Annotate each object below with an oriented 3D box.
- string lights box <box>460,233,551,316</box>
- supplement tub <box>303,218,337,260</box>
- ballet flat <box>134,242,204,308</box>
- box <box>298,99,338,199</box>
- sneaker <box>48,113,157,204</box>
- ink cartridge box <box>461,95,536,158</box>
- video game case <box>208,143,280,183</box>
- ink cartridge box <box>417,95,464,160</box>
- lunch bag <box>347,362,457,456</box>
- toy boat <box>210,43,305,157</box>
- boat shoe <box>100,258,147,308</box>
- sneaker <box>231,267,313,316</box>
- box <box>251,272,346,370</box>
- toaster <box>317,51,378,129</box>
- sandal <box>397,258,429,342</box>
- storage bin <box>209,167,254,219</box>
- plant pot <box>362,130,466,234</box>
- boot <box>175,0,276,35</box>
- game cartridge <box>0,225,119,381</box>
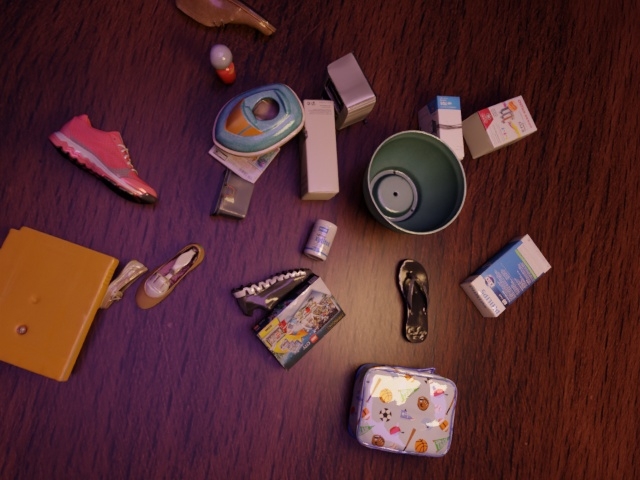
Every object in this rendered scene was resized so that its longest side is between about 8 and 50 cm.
[{"bbox_3d":[0.583,0.111,1.578,0.259,0.077,0.133,-36,91,-15],"label":"string lights box"},{"bbox_3d":[0.000,0.000,1.457,0.071,0.071,0.107,22,79,-10],"label":"supplement tub"},{"bbox_3d":[-0.409,0.088,1.345,0.080,0.073,0.232,44,76,-4],"label":"ballet flat"},{"bbox_3d":[-0.010,-0.263,1.471,0.094,0.113,0.275,-1,81,-13],"label":"box"},{"bbox_3d":[-0.553,-0.220,1.332,0.313,0.116,0.136,36,75,-6],"label":"sneaker"},{"bbox_3d":[0.569,-0.364,1.613,0.176,0.127,0.128,-23,88,-16],"label":"ink cartridge box"},{"bbox_3d":[-0.222,-0.261,1.467,0.157,0.019,0.143,37,76,-5],"label":"video game case"},{"bbox_3d":[0.372,-0.331,1.555,0.082,0.139,0.191,1,82,-15],"label":"ink cartridge box"},{"bbox_3d":[0.240,0.475,1.430,0.303,0.115,0.243,12,77,-11],"label":"lunch bag"},{"bbox_3d":[-0.211,-0.389,1.394,0.267,0.148,0.318,-32,80,-5],"label":"toy boat"},{"bbox_3d":[-0.523,0.121,1.324,0.048,0.056,0.153,35,69,-2],"label":"boat shoe"},{"bbox_3d":[-0.125,0.149,1.407,0.234,0.078,0.106,-18,94,-15],"label":"sneaker"},{"bbox_3d":[-0.057,0.226,1.393,0.233,0.044,0.159,-41,120,-15],"label":"box"},{"bbox_3d":[0.080,-0.430,1.487,0.110,0.168,0.186,-27,88,-13],"label":"toaster"},{"bbox_3d":[0.291,0.179,1.510,0.097,0.054,0.255,-4,83,-14],"label":"sandal"},{"bbox_3d":[-0.244,-0.123,1.409,0.091,0.098,0.135,18,79,-21],"label":"storage bin"},{"bbox_3d":[0.248,-0.150,1.472,0.292,0.196,0.293,2,83,-13],"label":"plant pot"},{"bbox_3d":[-0.281,-0.673,1.485,0.305,0.112,0.115,24,108,-13],"label":"boot"},{"bbox_3d":[-0.702,0.150,1.255,0.285,0.053,0.324,19,77,2],"label":"game cartridge"}]
